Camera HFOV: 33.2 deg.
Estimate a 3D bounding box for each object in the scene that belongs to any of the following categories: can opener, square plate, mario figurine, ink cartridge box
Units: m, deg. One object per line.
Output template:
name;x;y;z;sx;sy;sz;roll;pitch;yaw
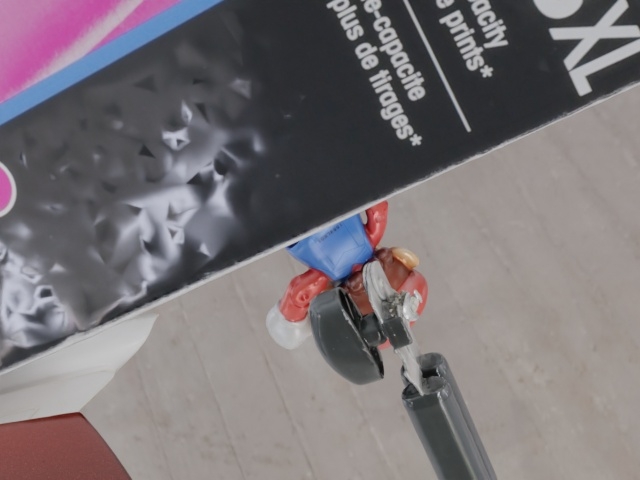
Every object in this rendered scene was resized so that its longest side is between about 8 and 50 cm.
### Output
can opener;0.083;0.140;0.963;0.093;0.280;0.074;-23;24;16
square plate;-0.402;0.208;1.291;0.347;0.344;0.049;-10;66;-43
mario figurine;0.000;0.000;1.240;0.198;0.320;0.170;-21;33;26
ink cartridge box;-0.003;-0.100;0.364;0.371;0.176;0.069;-25;8;18

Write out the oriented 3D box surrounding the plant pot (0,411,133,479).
plant pot;-0.284;0.348;1.006;0.235;0.267;0.267;30;105;29
